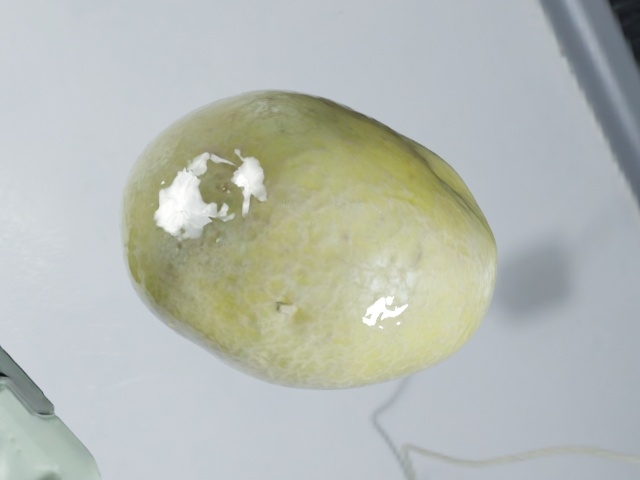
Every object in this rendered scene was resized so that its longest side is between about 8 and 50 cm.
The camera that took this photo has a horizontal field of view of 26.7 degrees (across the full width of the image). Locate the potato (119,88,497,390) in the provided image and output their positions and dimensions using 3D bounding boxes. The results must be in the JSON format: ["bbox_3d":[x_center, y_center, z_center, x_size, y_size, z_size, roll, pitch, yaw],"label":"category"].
[{"bbox_3d":[0.000,0.000,0.756,0.235,0.160,0.178,2,64,-42],"label":"potato"}]

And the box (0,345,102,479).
[{"bbox_3d":[-0.161,0.093,0.384,0.124,0.093,0.172,47,41,2],"label":"box"}]
